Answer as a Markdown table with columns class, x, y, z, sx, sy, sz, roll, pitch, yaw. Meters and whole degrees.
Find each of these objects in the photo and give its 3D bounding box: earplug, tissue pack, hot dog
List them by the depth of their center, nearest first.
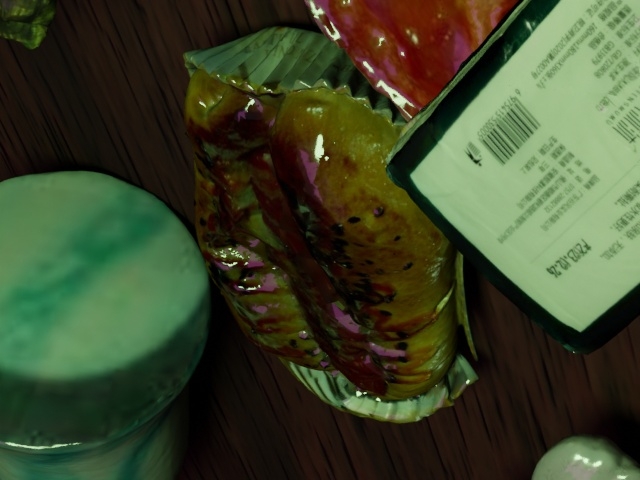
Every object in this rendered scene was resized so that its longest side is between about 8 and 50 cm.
| class | x | y | z | sx | sy | sz | roll | pitch | yaw |
| --- | --- | --- | --- | --- | --- | --- | --- | --- | --- |
| tissue pack | 0.103 | -0.050 | 0.568 | 0.103 | 0.090 | 0.170 | 43 | 147 | 1 |
| hot dog | 0.000 | 0.000 | 0.972 | 0.163 | 0.082 | 0.270 | 25 | 149 | 28 |
| earplug | -0.157 | 0.113 | 1.235 | 0.185 | 0.185 | 0.324 | 31 | 156 | 15 |

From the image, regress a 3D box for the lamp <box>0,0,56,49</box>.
| class | x | y | z | sx | sy | sz | roll | pitch | yaw |
| --- | --- | --- | --- | --- | --- | --- | --- | --- | --- |
| lamp | -0.221 | -0.167 | 0.856 | 0.247 | 0.247 | 0.247 | 29 | 149 | 19 |

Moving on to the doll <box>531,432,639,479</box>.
| class | x | y | z | sx | sy | sz | roll | pitch | yaw |
| --- | --- | --- | --- | --- | --- | --- | --- | --- | --- |
| doll | 0.212 | 0.139 | 0.906 | 0.160 | 0.094 | 0.365 | 44 | 152 | -13 |

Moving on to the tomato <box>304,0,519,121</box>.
| class | x | y | z | sx | sy | sz | roll | pitch | yaw |
| --- | --- | --- | --- | --- | --- | --- | --- | --- | --- |
| tomato | 0.087 | -0.135 | 0.667 | 0.228 | 0.101 | 0.228 | 27 | 141 | 25 |
